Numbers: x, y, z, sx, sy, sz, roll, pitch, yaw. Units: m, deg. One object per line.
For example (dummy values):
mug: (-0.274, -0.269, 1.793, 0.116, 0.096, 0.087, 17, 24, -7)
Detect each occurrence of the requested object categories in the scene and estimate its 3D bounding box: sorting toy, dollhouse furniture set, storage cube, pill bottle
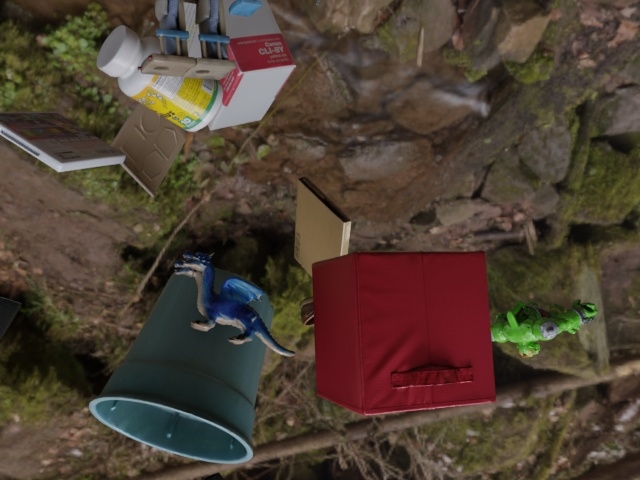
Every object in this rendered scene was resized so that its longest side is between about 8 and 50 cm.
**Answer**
sorting toy: (-0.420, -0.239, 1.480, 0.038, 0.208, 0.193, 9, 155, 24)
dollhouse furniture set: (-0.170, -0.315, 0.835, 0.129, 0.129, 0.184, -5, 180, -32)
storage cube: (0.103, 0.116, 0.813, 0.184, 0.193, 0.215, 0, 173, -17)
pill bottle: (-0.292, -0.296, 1.109, 0.118, 0.117, 0.208, -18, 148, 36)

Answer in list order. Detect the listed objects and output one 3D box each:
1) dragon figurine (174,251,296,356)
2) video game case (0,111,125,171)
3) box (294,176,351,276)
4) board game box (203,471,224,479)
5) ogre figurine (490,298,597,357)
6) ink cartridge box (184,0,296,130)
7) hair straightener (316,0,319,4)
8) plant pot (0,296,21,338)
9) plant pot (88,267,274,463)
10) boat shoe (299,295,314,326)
dragon figurine: (-0.160, 0.122, 1.176, 0.289, 0.143, 0.085, 22, 162, -5)
video game case: (-0.504, -0.193, 1.159, 0.184, 0.201, 0.023, 32, 108, 7)
box: (0.000, 0.000, 1.177, 0.021, 0.164, 0.201, -19, 134, -27)
board game box: (-0.199, 0.497, 0.911, 0.165, 0.243, 0.042, 54, 133, 2)
ogre figurine: (0.384, 0.152, 1.105, 0.118, 0.096, 0.197, -18, -160, -39)
ink cartridge box: (-0.244, -0.520, 1.524, 0.161, 0.384, 0.279, -19, 171, -28)
hair straightener: (0.007, -0.529, 1.161, 0.047, 0.089, 0.230, 31, 162, -6)
plant pot: (-0.771, 0.174, 1.230, 0.188, 0.166, 0.187, 7, 164, 21)
plant pot: (-0.265, 0.258, 1.314, 0.342, 0.334, 0.341, 10, 145, 7)
boat shoe: (0.036, 0.146, 1.331, 0.178, 0.060, 0.064, -20, 135, 20)
